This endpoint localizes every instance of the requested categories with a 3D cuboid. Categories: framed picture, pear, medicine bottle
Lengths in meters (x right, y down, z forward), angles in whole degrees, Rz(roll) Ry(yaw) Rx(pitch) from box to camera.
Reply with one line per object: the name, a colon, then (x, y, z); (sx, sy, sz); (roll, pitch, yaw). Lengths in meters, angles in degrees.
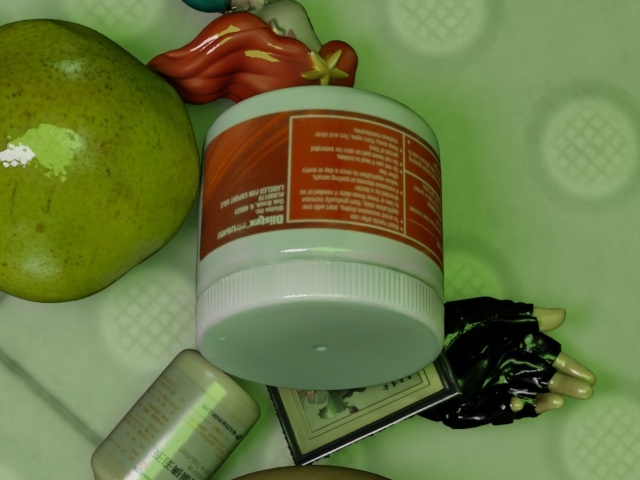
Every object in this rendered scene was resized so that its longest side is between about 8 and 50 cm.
framed picture: (0.031, 0.124, 1.729); (0.195, 0.010, 0.199); (-26, 60, 6)
pear: (-0.277, -0.082, 1.632); (0.294, 0.294, 0.294); (1, 86, -9)
medicine bottle: (-0.180, 0.239, 1.701); (0.114, 0.114, 0.252); (42, 81, -4)
medicine bottle: (0.000, 0.000, 1.646); (0.252, 0.252, 0.241); (5, 63, -8)

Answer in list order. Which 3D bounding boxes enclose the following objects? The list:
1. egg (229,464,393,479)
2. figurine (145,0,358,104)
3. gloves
egg: (-0.012, 0.375, 1.623); (0.374, 0.301, 0.301); (12, 84, -1)
figurine: (-0.094, -0.238, 1.729); (0.208, 0.181, 0.257); (-27, 92, -47)
gloves: (0.200, 0.139, 1.762); (0.203, 0.124, 0.164); (17, 98, -15)
